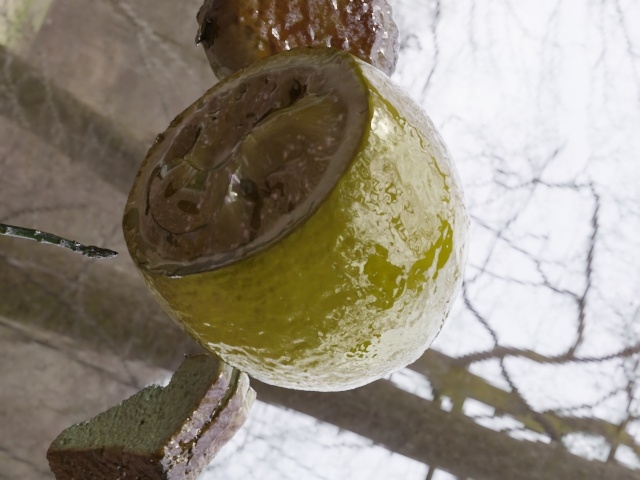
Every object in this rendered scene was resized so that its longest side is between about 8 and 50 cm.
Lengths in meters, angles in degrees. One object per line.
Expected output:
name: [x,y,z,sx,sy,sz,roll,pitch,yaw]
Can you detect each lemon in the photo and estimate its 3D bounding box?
lemon: [0.000,0.000,1.373,0.364,0.364,0.364,-56,-161,32]

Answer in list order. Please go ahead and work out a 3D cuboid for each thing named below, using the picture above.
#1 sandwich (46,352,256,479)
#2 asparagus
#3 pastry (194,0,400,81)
sandwich: [-0.260,0.288,2.052,0.288,0.100,0.254,-8,-146,39]
asparagus: [-0.276,-0.002,1.278,0.016,0.162,0.016,-63,-151,24]
pastry: [-0.024,-0.245,1.562,0.121,0.235,0.257,-35,-156,59]
